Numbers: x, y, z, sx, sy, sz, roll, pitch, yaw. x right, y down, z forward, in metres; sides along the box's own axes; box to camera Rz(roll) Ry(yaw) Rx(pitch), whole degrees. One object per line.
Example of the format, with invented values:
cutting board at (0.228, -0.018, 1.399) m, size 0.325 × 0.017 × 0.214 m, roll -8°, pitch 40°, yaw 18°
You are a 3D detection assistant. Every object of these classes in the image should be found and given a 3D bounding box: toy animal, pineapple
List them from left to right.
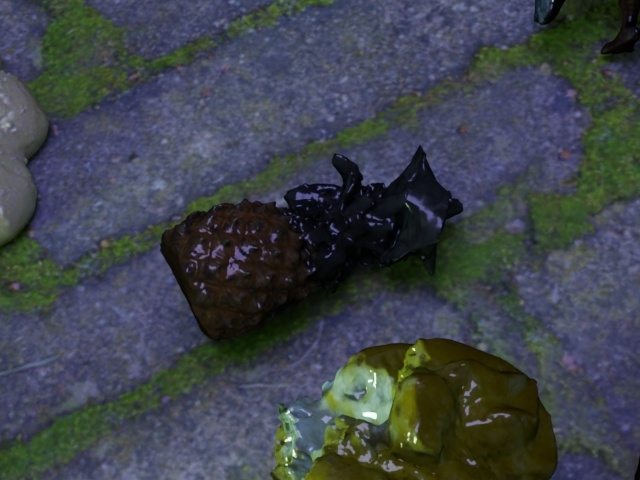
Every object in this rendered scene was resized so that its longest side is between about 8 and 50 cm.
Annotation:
pineapple at (0.000, 0.000, 1.437) m, size 0.237 × 0.111 × 0.119 m, roll -21°, pitch 84°, yaw -12°
toy animal at (0.280, -0.251, 1.549) m, size 0.218 × 0.116 × 0.180 m, roll -12°, pitch 55°, yaw 9°

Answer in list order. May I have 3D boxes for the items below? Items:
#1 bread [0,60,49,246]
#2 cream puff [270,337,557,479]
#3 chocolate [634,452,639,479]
bread at (-0.386, -0.073, 1.584) m, size 0.316 × 0.054 × 0.316 m, roll -4°, pitch 55°, yaw 5°
cream puff at (0.077, 0.155, 1.253) m, size 0.194 × 0.195 × 0.221 m, roll -20°, pitch 15°, yaw -4°
chocolate at (0.373, 0.092, 1.194) m, size 0.300 × 0.289 × 0.137 m, roll 18°, pitch 49°, yaw 21°
